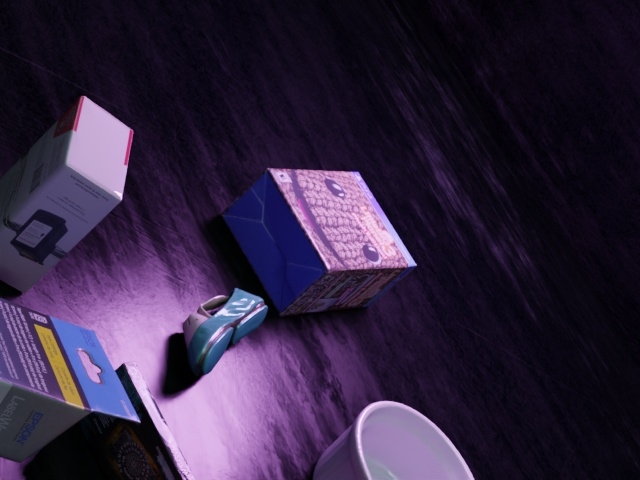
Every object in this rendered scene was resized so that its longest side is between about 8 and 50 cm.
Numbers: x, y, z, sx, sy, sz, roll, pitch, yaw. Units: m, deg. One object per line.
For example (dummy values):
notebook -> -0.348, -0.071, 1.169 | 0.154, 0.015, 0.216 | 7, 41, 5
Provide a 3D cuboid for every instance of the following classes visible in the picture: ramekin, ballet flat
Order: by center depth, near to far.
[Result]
ramekin -> 0.118, 0.407, 2.001 | 0.277, 0.135, 0.277 | 33, 32, -25
ballet flat -> -0.171, 0.143, 2.013 | 0.087, 0.083, 0.247 | 26, 26, 12

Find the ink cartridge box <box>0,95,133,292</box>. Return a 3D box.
ink cartridge box -> -0.385, -0.064, 1.798 | 0.100, 0.237, 0.172 | 36, 31, -26

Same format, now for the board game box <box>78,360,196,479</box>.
board game box -> -0.251, 0.273, 1.676 | 0.026, 0.126, 0.186 | -1, 55, -54

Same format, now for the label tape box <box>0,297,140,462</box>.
label tape box -> -0.415, 0.154, 1.542 | 0.334, 0.106, 0.240 | 26, 13, -34

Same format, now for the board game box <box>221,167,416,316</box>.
board game box -> 0.000, 0.000, 2.335 | 0.291, 0.141, 0.232 | -3, 56, -54
